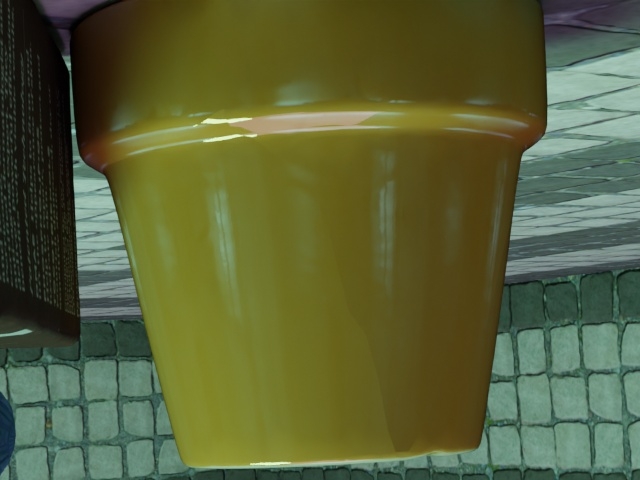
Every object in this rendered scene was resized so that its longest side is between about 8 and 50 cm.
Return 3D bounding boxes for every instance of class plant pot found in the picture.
[{"bbox_3d":[0.000,0.000,0.688,0.205,0.188,0.205,-4,175,0],"label":"plant pot"}]

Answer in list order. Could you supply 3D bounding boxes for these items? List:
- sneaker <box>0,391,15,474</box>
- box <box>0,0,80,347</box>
[{"bbox_3d":[-0.157,0.049,0.459,0.135,0.052,0.058,6,-179,-24],"label":"sneaker"},{"bbox_3d":[-0.190,-0.029,0.531,0.191,0.143,0.381,-3,173,-3],"label":"box"}]
